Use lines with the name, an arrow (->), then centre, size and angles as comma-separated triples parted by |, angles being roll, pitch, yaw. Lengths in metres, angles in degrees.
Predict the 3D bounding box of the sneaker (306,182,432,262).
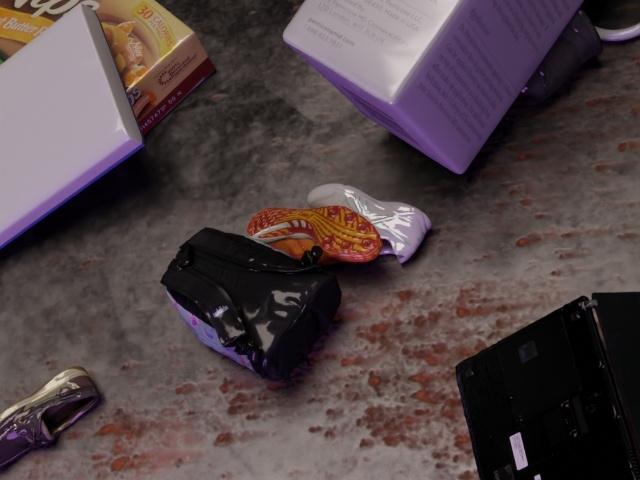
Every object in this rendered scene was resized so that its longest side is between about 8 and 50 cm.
sneaker -> 0.045, -0.021, 1.459 | 0.152, 0.054, 0.061 | 18, 70, 27

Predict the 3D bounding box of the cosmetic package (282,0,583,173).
cosmetic package -> 0.184, -0.322, 1.374 | 0.161, 0.230, 0.453 | 35, 90, 29

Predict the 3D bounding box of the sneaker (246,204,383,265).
sneaker -> 0.000, 0.000, 1.448 | 0.175, 0.067, 0.064 | 9, 58, 39

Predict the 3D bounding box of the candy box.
candy box -> -0.308, -0.263, 1.712 | 0.183, 0.087, 0.316 | -44, 57, -9

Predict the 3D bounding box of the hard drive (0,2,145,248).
hard drive -> -0.373, -0.118, 1.607 | 0.318, 0.040, 0.210 | -33, 62, 19

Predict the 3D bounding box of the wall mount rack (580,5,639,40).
wall mount rack -> 0.417, -0.397, 1.511 | 0.304, 0.130, 0.350 | 9, 64, 24

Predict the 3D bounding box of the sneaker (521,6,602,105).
sneaker -> 0.186, -0.259, 1.530 | 0.130, 0.109, 0.286 | -49, 53, -3

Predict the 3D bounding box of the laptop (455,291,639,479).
laptop -> 0.291, 0.183, 1.267 | 0.264, 0.136, 0.234 | -33, 49, 30

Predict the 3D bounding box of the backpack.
backpack -> -0.084, 0.067, 1.414 | 0.182, 0.115, 0.152 | 24, 58, 31

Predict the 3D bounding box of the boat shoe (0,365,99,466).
boat shoe -> -0.313, 0.202, 1.448 | 0.152, 0.056, 0.049 | -42, 50, -8

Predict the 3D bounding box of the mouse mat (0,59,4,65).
mouse mat -> -0.485, -0.247, 1.821 | 0.152, 0.007, 0.189 | -45, 57, -10
